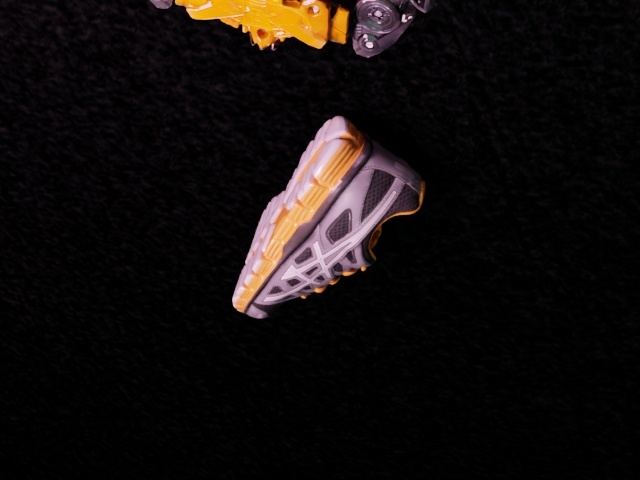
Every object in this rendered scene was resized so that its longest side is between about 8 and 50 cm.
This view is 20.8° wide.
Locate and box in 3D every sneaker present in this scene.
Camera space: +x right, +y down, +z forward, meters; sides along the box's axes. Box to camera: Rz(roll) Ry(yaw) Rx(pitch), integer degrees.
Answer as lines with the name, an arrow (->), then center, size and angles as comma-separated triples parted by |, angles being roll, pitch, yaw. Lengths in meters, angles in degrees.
sneaker -> 0.000, 0.000, 1.263 | 0.083, 0.084, 0.215 | 24, 142, -12

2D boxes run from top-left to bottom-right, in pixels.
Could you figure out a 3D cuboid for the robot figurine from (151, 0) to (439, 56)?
robot figurine -> -0.021, -0.226, 0.986 | 0.211, 0.085, 0.291 | 15, 142, 8
